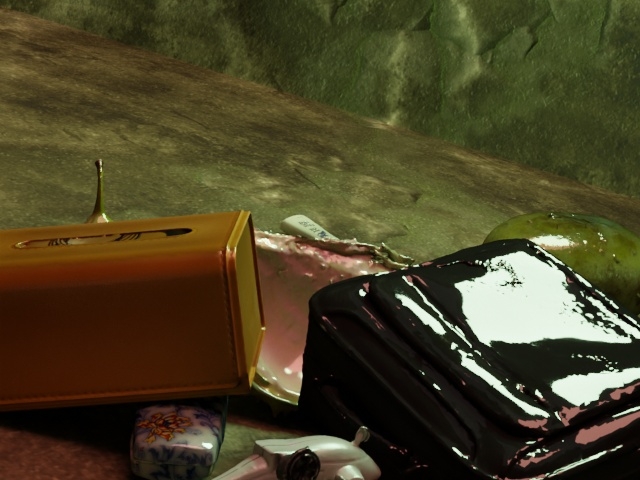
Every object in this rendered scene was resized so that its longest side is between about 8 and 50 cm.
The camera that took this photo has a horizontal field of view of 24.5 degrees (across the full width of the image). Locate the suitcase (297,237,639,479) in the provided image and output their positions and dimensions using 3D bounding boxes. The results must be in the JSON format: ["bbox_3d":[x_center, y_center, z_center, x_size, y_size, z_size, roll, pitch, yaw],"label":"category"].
[{"bbox_3d":[0.171,0.159,1.435,0.339,0.188,0.345,-14,37,-30],"label":"suitcase"}]

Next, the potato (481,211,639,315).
[{"bbox_3d":[0.360,0.045,2.159,0.308,0.173,0.210,2,22,-36],"label":"potato"}]

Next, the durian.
[{"bbox_3d":[-0.024,0.109,1.600,0.305,0.185,0.195,19,40,-20],"label":"durian"}]

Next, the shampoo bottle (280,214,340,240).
[{"bbox_3d":[0.000,0.000,2.233,0.049,0.034,0.141,9,17,-45],"label":"shampoo bottle"}]

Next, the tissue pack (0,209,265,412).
[{"bbox_3d":[-0.200,0.062,1.428,0.275,0.145,0.194,-4,12,3],"label":"tissue pack"}]

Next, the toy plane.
[{"bbox_3d":[-0.073,0.208,1.256,0.273,0.107,0.182,7,11,-15],"label":"toy plane"}]

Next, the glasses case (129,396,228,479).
[{"bbox_3d":[-0.133,0.168,1.409,0.087,0.065,0.248,1,14,-2],"label":"glasses case"}]

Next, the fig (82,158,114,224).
[{"bbox_3d":[-0.273,-0.003,1.750,0.093,0.166,0.093,-23,2,1],"label":"fig"}]
